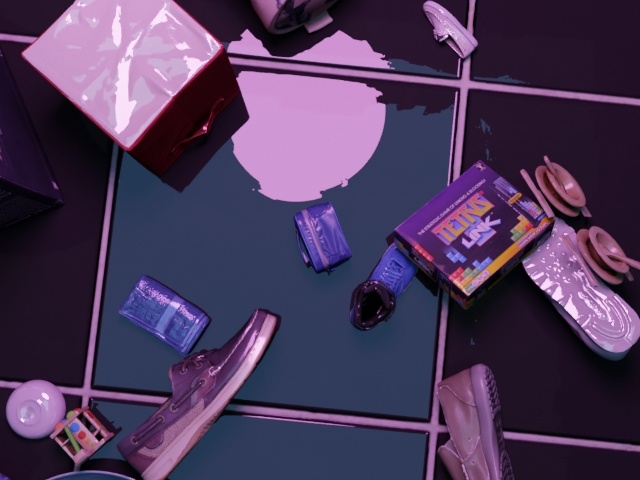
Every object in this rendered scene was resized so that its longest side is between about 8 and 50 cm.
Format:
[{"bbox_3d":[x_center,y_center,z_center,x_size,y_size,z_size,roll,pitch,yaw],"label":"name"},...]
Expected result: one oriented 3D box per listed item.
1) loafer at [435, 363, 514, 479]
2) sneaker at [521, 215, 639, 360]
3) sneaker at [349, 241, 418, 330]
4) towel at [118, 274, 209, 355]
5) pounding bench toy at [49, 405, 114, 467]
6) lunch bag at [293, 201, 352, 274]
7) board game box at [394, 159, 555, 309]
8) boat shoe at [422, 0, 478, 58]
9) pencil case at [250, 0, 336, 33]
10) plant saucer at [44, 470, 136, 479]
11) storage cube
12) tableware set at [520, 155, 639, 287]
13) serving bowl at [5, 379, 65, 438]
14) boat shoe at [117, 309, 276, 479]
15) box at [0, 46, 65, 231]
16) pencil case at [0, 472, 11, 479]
[{"bbox_3d":[0.211,0.300,1.074,0.087,0.094,0.251,-11,76,23],"label":"loafer"},{"bbox_3d":[0.347,0.065,1.089,0.090,0.095,0.235,-29,67,2],"label":"sneaker"},{"bbox_3d":[0.094,0.060,1.082,0.058,0.084,0.152,37,86,2],"label":"sneaker"},{"bbox_3d":[-0.222,0.105,1.104,0.119,0.029,0.067,33,86,2],"label":"towel"},{"bbox_3d":[-0.332,0.267,1.064,0.052,0.083,0.065,-43,88,-3],"label":"pounding bench toy"},{"bbox_3d":[0.000,0.000,1.094,0.065,0.067,0.099,-22,88,-2],"label":"lunch bag"},{"bbox_3d":[0.209,-0.011,1.065,0.170,0.048,0.141,-39,64,-16],"label":"board game box"},{"bbox_3d":[0.182,-0.305,1.134,0.100,0.035,0.035,43,84,-4],"label":"boat shoe"},{"bbox_3d":[-0.125,-0.471,1.074,0.160,0.183,0.410,-41,90,2],"label":"pencil case"},{"bbox_3d":[-0.314,0.474,1.071,0.317,0.044,0.318,0,87,-1],"label":"plant saucer"},{"bbox_3d":[-0.241,-0.225,1.045,0.215,0.193,0.184,42,87,3],"label":"storage cube"},{"bbox_3d":[0.358,-0.031,1.050,0.039,0.128,0.194,-43,64,36],"label":"tableware set"},{"bbox_3d":[-0.403,0.239,1.093,0.083,0.027,0.084,0,87,0],"label":"serving bowl"},{"bbox_3d":[-0.170,0.203,1.063,0.092,0.103,0.285,37,92,-3],"label":"boat shoe"},{"bbox_3d":[-0.510,-0.183,0.980,0.178,0.312,0.344,-23,86,-2],"label":"box"},{"bbox_3d":[-0.559,0.268,1.045,0.133,0.119,0.306,-43,88,8],"label":"pencil case"}]
